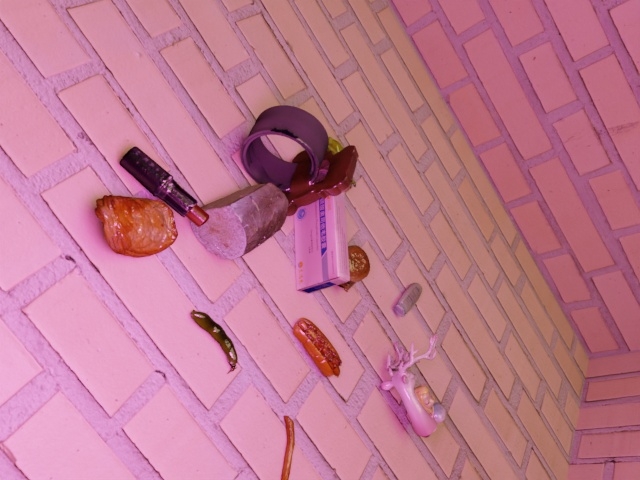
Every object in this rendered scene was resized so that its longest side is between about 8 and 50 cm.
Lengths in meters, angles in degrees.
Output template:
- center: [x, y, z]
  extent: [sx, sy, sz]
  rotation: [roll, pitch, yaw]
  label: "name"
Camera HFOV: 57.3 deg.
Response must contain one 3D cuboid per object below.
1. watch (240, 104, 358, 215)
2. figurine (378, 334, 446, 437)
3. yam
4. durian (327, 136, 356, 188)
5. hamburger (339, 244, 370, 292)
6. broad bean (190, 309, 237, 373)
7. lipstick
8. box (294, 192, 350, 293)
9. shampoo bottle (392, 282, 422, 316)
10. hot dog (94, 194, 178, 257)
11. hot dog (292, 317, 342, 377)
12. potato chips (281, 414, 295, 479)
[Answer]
- center: [-0.086, -0.305, 2.024]
  extent: [0.327, 0.336, 0.313]
  rotation: [50, 43, -34]
  label: "watch"
- center: [0.361, 0.543, 2.266]
  extent: [0.284, 0.207, 0.315]
  rotation: [-42, 111, -42]
  label: "figurine"
- center: [-0.239, -0.067, 1.865]
  extent: [0.271, 0.203, 0.201]
  rotation: [-47, 124, -48]
  label: "yam"
- center: [0.043, -0.346, 2.363]
  extent: [0.375, 0.107, 0.132]
  rotation: [43, 40, -32]
  label: "durian"
- center: [0.105, 0.107, 2.206]
  extent: [0.159, 0.131, 0.184]
  rotation: [22, 61, -36]
  label: "hamburger"
- center: [-0.306, 0.290, 1.740]
  extent: [0.069, 0.039, 0.226]
  rotation: [-41, 105, -42]
  label: "broad bean"
- center: [-0.449, -0.151, 1.705]
  extent: [0.300, 0.081, 0.081]
  rotation: [42, 45, -10]
  label: "lipstick"
- center: [0.000, 0.000, 2.084]
  extent: [0.065, 0.200, 0.343]
  rotation: [20, 59, -45]
  label: "box"
- center: [0.375, 0.250, 2.502]
  extent: [0.212, 0.049, 0.072]
  rotation: [-37, 104, -50]
  label: "shampoo bottle"
- center: [-0.517, -0.044, 1.598]
  extent: [0.259, 0.114, 0.175]
  rotation: [6, 67, -62]
  label: "hot dog"
- center: [0.001, 0.369, 2.015]
  extent: [0.249, 0.076, 0.102]
  rotation: [56, 38, -12]
  label: "hot dog"
- center: [-0.102, 0.648, 1.816]
  extent: [0.037, 0.026, 0.203]
  rotation: [23, 58, -36]
  label: "potato chips"
